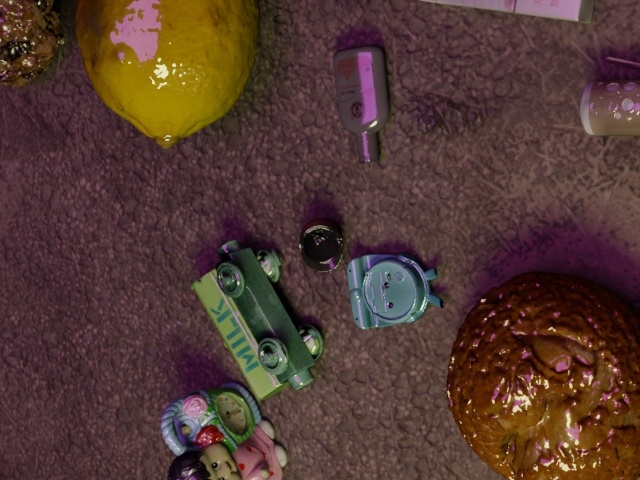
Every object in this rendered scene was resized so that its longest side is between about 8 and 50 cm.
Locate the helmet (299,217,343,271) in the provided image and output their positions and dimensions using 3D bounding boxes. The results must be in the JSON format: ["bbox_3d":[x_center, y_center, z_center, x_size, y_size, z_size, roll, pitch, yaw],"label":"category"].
[{"bbox_3d":[0.000,0.000,1.679,0.065,0.049,0.084,-6,124,0],"label":"helmet"}]

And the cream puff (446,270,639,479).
[{"bbox_3d":[0.297,0.192,1.442,0.303,0.212,0.303,4,100,26],"label":"cream puff"}]

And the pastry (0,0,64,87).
[{"bbox_3d":[-0.545,-0.386,1.877,0.274,0.193,0.275,8,121,13],"label":"pastry"}]

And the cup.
[{"bbox_3d":[0.382,-0.181,1.418,0.099,0.074,0.102,3,98,30],"label":"cup"}]

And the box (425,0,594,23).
[{"bbox_3d":[0.247,-0.373,1.476,0.233,0.067,0.150,15,102,27],"label":"box"}]

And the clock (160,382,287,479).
[{"bbox_3d":[-0.163,0.323,1.734,0.100,0.195,0.194,-35,81,32],"label":"clock"}]

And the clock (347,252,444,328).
[{"bbox_3d":[0.112,0.070,1.627,0.147,0.045,0.108,-7,95,30],"label":"clock"}]

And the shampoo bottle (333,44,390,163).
[{"bbox_3d":[0.061,-0.194,1.621,0.079,0.040,0.165,-4,94,29],"label":"shampoo bottle"}]

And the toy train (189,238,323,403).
[{"bbox_3d":[-0.105,0.128,1.737,0.157,0.105,0.253,-40,77,42],"label":"toy train"}]

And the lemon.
[{"bbox_3d":[-0.223,-0.298,1.642,0.268,0.268,0.322,16,92,27],"label":"lemon"}]
